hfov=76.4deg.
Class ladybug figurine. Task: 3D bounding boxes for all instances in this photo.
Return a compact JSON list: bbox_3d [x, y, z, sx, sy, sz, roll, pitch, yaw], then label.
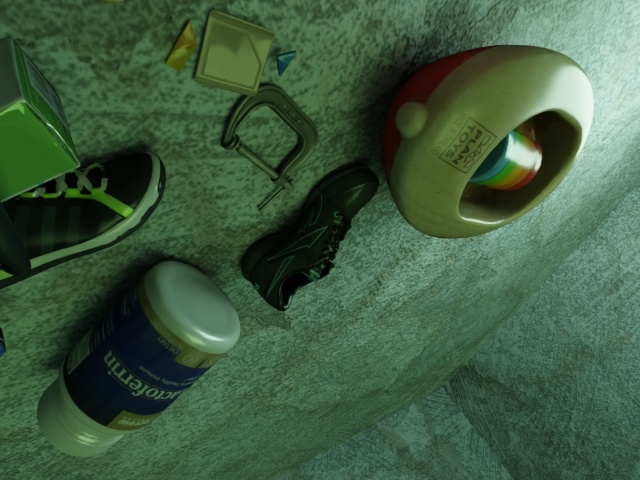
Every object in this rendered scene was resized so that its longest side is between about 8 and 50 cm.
[{"bbox_3d":[0.245,-0.149,0.630,0.449,0.162,0.305,7,128,-47],"label":"ladybug figurine"}]

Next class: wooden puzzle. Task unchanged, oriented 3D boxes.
[{"bbox_3d":[-0.088,-0.186,0.410,0.116,0.014,0.078,10,128,-37],"label":"wooden puzzle"}]

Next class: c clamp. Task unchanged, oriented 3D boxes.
[{"bbox_3d":[-0.066,-0.113,0.516,0.137,0.022,0.160,-41,146,4],"label":"c clamp"}]

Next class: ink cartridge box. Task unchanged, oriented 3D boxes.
[{"bbox_3d":[-0.298,-0.058,0.292,0.209,0.109,0.062,-30,145,-11],"label":"ink cartridge box"}]

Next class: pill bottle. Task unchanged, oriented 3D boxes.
[{"bbox_3d":[-0.253,0.166,0.567,0.264,0.153,0.153,-43,146,10],"label":"pill bottle"}]

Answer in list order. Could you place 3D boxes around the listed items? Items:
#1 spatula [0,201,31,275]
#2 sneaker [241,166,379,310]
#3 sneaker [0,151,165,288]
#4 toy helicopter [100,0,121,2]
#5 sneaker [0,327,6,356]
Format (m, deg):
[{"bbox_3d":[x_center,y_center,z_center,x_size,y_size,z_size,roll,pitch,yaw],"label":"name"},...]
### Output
[{"bbox_3d":[-0.215,-0.062,0.211,0.296,0.084,0.030,105,5,-54],"label":"spatula"},{"bbox_3d":[0.000,0.000,0.641,0.267,0.106,0.101,-44,145,7],"label":"sneaker"},{"bbox_3d":[-0.263,-0.030,0.381,0.234,0.084,0.097,-31,145,-9],"label":"sneaker"},{"bbox_3d":[-0.100,-0.266,0.241,0.355,0.140,0.235,-14,133,-47],"label":"toy helicopter"},{"bbox_3d":[-0.426,0.153,0.414,0.182,0.127,0.315,-9,136,-33],"label":"sneaker"}]
